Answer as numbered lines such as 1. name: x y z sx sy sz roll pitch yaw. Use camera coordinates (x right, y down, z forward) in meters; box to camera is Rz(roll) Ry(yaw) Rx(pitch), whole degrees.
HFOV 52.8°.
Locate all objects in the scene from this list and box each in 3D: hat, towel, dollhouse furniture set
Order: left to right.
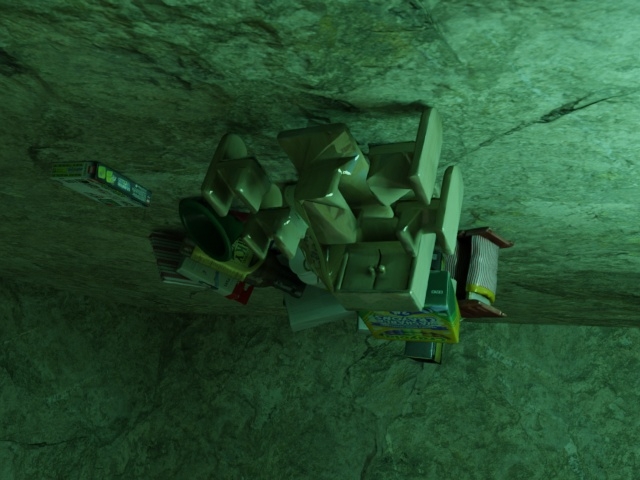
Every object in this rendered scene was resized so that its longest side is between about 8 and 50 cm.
1. towel: -0.416 0.060 1.875 0.144 0.197 0.029 13 128 -40
2. hat: -0.213 -0.061 1.589 0.208 0.183 0.173 48 149 1
3. dollhouse furniture set: 0.071 -0.082 1.128 0.362 0.256 0.394 -3 144 28
4. dollhouse furniture set: 0.282 0.045 1.516 0.374 0.201 0.152 23 159 -37

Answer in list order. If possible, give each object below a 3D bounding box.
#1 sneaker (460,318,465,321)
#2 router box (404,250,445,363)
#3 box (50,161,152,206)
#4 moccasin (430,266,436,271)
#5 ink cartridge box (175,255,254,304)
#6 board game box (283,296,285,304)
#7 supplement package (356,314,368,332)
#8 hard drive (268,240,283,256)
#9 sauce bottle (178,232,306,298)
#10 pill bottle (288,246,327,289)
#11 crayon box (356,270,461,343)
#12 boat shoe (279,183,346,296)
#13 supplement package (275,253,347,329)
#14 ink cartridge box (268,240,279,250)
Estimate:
1. sneaker: 0.405 0.187 2.231 0.410 0.158 0.182 5 151 -24
2. router box: 0.320 0.203 1.908 0.081 0.308 0.243 3 168 18
3. box: -0.473 -0.119 1.408 0.114 0.036 0.207 1 166 17
4. moccasin: 0.194 0.086 1.612 0.342 0.137 0.117 -1 -173 -41
5. ink cartridge box: -0.277 0.078 1.836 0.231 0.134 0.078 29 159 -18
6. board game box: -0.109 0.161 2.293 0.026 0.126 0.186 7 167 -7
7. supplement package: 0.179 0.145 1.850 0.139 0.244 0.134 5 166 1
8. hard drive: -0.216 0.065 2.063 0.339 0.064 0.237 -3 164 35
9. sauce bottle: -0.198 0.055 1.714 0.344 0.111 0.111 24 164 -10
10. pill bottle: 0.001 0.066 1.615 0.103 0.103 0.184 -3 165 30
11. crayon box: 0.202 0.160 1.447 0.203 0.083 0.323 0 157 18
12. boat shoe: 0.000 0.000 1.386 0.089 0.285 0.104 5 -145 42
13. supplement package: -0.012 0.134 1.847 0.194 0.203 0.149 -13 165 -4
14. ink cartridge box: 0.055 0.002 1.680 0.371 0.069 0.176 5 168 -9
